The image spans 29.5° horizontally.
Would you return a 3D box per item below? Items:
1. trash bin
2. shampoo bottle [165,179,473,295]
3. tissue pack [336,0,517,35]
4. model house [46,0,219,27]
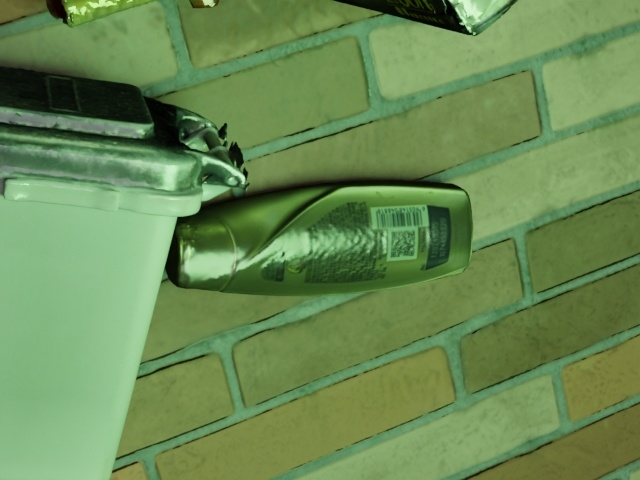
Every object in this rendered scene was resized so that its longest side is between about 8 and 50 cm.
[{"bbox_3d":[-0.247,0.037,1.169,0.296,0.256,0.367,5,109,-18],"label":"trash bin"},{"bbox_3d":[0.000,0.000,1.357,0.350,0.084,0.125,-6,103,-22],"label":"shampoo bottle"},{"bbox_3d":[0.081,-0.340,1.135,0.198,0.370,0.210,-36,115,-9],"label":"tissue pack"},{"bbox_3d":[-0.189,-0.324,1.141,0.196,0.160,0.254,-23,114,-17],"label":"model house"}]
